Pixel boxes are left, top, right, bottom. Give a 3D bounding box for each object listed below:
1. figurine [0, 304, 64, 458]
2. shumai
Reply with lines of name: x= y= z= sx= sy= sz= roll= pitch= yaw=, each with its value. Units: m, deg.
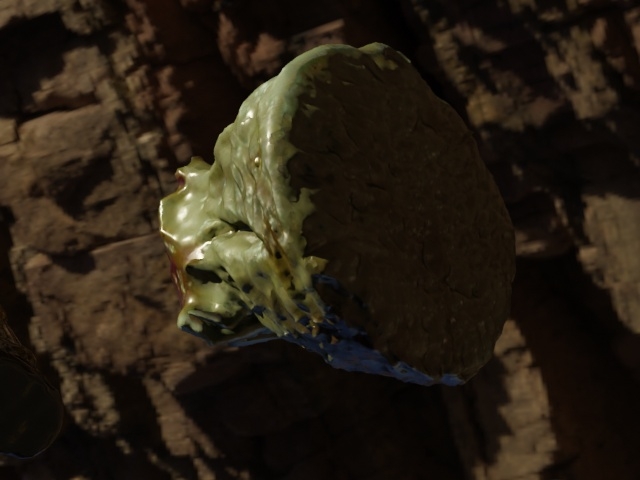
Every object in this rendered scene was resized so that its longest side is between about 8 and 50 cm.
figurine: x=-0.228 y=0.098 z=0.459 sx=0.167 sy=0.257 sz=0.192 roll=43 pitch=-176 yaw=2
shumai: x=0.000 y=0.001 z=0.389 sx=0.124 sy=0.087 sz=0.099 roll=40 pitch=-133 yaw=-36
